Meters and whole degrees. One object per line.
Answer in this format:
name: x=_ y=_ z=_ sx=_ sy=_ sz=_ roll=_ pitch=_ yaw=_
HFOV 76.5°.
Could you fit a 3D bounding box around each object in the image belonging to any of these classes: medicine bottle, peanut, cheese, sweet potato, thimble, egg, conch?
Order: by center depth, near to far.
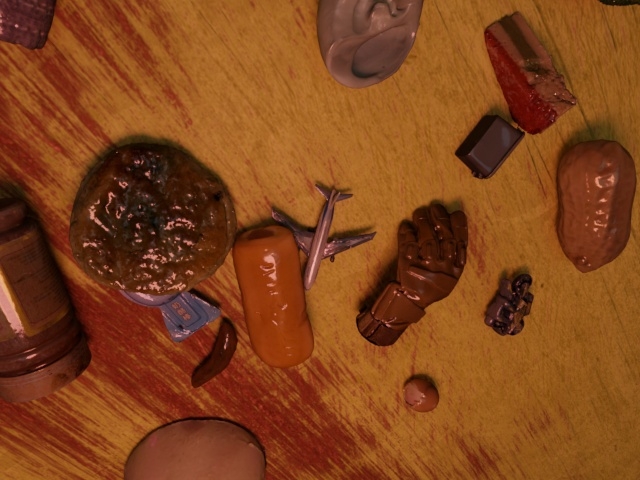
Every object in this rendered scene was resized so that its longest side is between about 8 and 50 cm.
thimble: x=-0.448 y=-0.332 z=0.550 sx=0.150 sy=0.150 sz=0.098 roll=17 pitch=107 yaw=-19
conch: x=0.081 y=-0.365 z=0.669 sx=0.184 sy=0.121 sz=0.221 roll=35 pitch=104 yaw=-20
medicine bottle: x=-0.525 y=0.100 z=0.694 sx=0.151 sy=0.151 sz=0.323 roll=-11 pitch=113 yaw=-9
cheese: x=-0.311 y=0.091 z=0.794 sx=0.135 sy=0.052 sz=0.245 roll=-32 pitch=114 yaw=2
sweet potato: x=-0.225 y=0.259 z=0.882 sx=0.054 sy=0.053 sz=0.182 roll=9 pitch=117 yaw=-57
peanut: x=0.603 y=-0.071 z=0.894 sx=0.152 sy=0.152 sz=0.313 roll=-19 pitch=113 yaw=-5
egg: x=-0.279 y=0.587 z=0.917 sx=0.336 sy=0.201 sz=0.337 roll=-5 pitch=111 yaw=-13
egg: x=0.259 y=0.392 z=1.028 sx=0.096 sy=0.080 sz=0.080 roll=10 pitch=109 yaw=-31

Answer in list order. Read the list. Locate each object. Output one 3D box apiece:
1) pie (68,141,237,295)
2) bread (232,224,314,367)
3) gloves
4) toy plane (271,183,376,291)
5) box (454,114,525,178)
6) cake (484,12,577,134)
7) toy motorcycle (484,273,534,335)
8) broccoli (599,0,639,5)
pie: x=-0.287 y=-0.029 z=0.712 sx=0.276 sy=0.078 sz=0.277 roll=0 pitch=91 yaw=-16
bread: x=-0.098 y=0.122 z=0.819 sx=0.141 sy=0.091 sz=0.306 roll=-3 pitch=113 yaw=12
gloves: x=0.204 y=0.078 z=0.859 sx=0.154 sy=0.141 sz=0.331 roll=30 pitch=102 yaw=-20
toy plane: x=0.000 y=-0.003 z=0.825 sx=0.225 sy=0.058 sz=0.226 roll=13 pitch=112 yaw=-14
box: x=0.336 y=-0.192 z=0.819 sx=0.069 sy=0.084 sz=0.122 roll=34 pitch=99 yaw=-15
cake: x=0.400 y=-0.318 z=0.806 sx=0.086 sy=0.117 sz=0.221 roll=-32 pitch=82 yaw=-2
toy motorcycle: x=0.458 y=0.169 z=0.996 sx=0.124 sy=0.061 sz=0.194 roll=-16 pitch=122 yaw=-14
broccoli: x=0.510 y=-0.531 z=0.646 sx=0.265 sy=0.245 sz=0.295 roll=-22 pitch=91 yaw=16
